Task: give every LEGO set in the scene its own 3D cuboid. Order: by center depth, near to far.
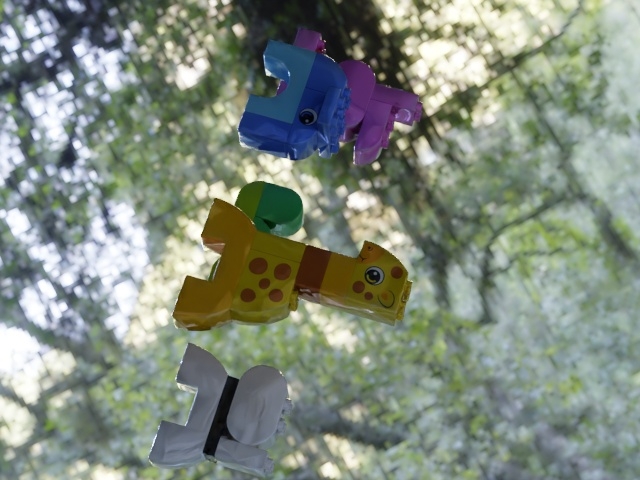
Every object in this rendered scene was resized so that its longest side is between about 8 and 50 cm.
[{"bbox_3d":[0.000,0.000,0.608,0.087,0.093,0.227,87,-160,-70],"label":"LEGO set"}]
